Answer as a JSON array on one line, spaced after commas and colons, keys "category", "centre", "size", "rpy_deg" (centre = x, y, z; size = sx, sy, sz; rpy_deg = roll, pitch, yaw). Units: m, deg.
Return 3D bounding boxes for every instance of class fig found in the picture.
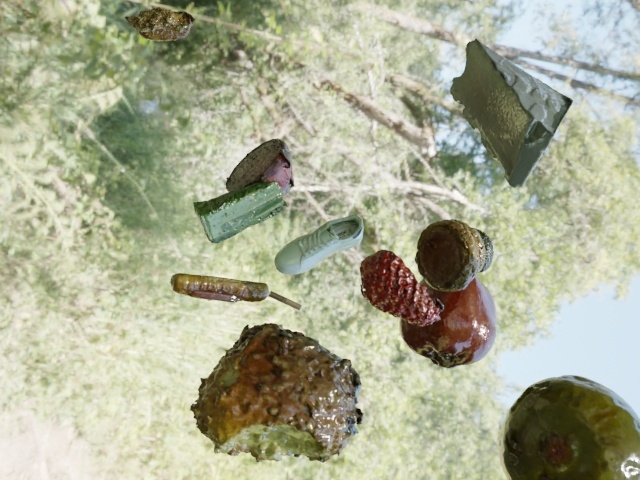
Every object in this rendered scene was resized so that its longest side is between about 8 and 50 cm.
[{"category": "fig", "centre": [0.583, 0.482, 1.424], "size": [0.343, 0.344, 0.343], "rpy_deg": [-169, -90, -88]}]

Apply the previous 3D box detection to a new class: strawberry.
[{"category": "strawberry", "centre": [0.149, 0.102, 1.225], "size": [0.082, 0.188, 0.121], "rpy_deg": [-37, 160, -25]}]

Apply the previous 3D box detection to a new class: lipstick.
[{"category": "lipstick", "centre": [-0.096, 0.164, 1.704], "size": [0.019, 0.094, 0.019], "rpy_deg": [-90, -154, -76]}]

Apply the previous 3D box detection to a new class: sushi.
[{"category": "sushi", "centre": [-0.284, -0.389, 1.111], "size": [0.060, 0.118, 0.061], "rpy_deg": [100, -27, -60]}]

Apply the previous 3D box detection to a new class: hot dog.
[{"category": "hot dog", "centre": [-0.214, 0.108, 1.331], "size": [0.066, 0.216, 0.047], "rpy_deg": [-42, -134, 50]}]

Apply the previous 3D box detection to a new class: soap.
[{"category": "soap", "centre": [0.400, -0.293, 1.418], "size": [0.258, 0.302, 0.159], "rpy_deg": [-46, 165, -45]}]

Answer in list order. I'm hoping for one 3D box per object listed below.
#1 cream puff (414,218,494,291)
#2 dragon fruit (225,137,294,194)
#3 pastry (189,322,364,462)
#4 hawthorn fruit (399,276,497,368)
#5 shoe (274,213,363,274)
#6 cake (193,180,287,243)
[{"category": "cream puff", "centre": [0.353, 0.034, 1.572], "size": [0.183, 0.169, 0.183], "rpy_deg": [9, -78, 49]}, {"category": "dragon fruit", "centre": [-0.148, -0.172, 1.792], "size": [0.224, 0.148, 0.218], "rpy_deg": [-6, -136, 48]}, {"category": "pastry", "centre": [-0.103, 0.371, 1.544], "size": [0.292, 0.406, 0.337], "rpy_deg": [97, -5, -48]}, {"category": "hawthorn fruit", "centre": [0.382, 0.227, 1.853], "size": [0.295, 0.295, 0.311], "rpy_deg": [-98, -171, -83]}, {"category": "shoe", "centre": [0.000, 0.000, 1.658], "size": [0.095, 0.265, 0.110], "rpy_deg": [59, -22, 18]}, {"category": "cake", "centre": [-0.215, -0.089, 1.649], "size": [0.099, 0.235, 0.100], "rpy_deg": [36, -33, 52]}]
